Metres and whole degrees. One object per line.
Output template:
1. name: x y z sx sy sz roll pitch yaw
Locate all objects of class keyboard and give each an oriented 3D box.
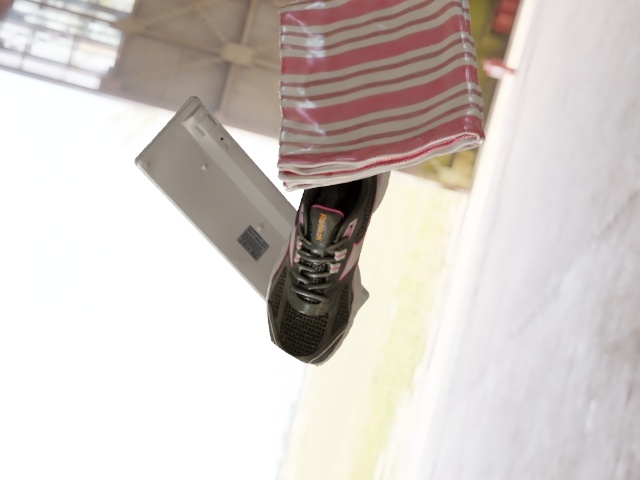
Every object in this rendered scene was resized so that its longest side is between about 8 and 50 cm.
1. keyboard: -0.049 -0.006 1.142 0.072 0.256 0.014 -46 34 -7

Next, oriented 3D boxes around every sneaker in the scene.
1. sneaker: 0.000 0.000 1.023 0.077 0.072 0.178 52 -129 -79

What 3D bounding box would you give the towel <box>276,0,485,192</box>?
1. towel: 0.037 -0.122 0.988 0.029 0.144 0.197 63 -161 -45
